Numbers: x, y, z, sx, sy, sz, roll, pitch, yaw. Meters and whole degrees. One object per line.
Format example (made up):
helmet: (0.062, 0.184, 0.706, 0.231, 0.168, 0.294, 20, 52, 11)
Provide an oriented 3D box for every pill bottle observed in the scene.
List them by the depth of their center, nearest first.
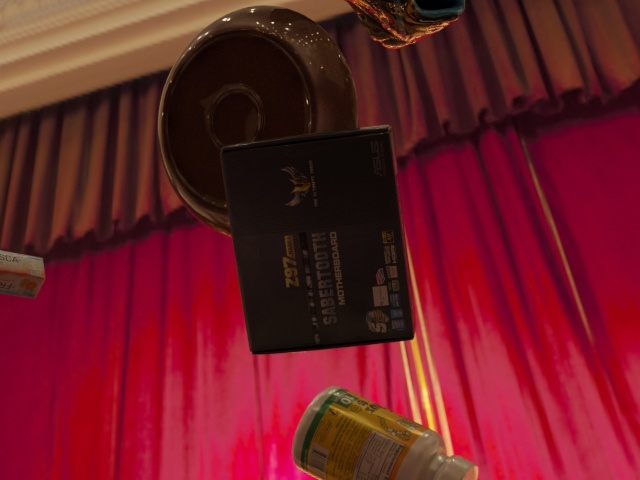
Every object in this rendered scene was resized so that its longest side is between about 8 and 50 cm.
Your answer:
pill bottle: (0.080, 0.269, 1.260, 0.208, 0.117, 0.117, 22, -33, 26)

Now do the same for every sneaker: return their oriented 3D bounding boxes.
sneaker: (0.057, -0.382, 1.410, 0.341, 0.125, 0.140, 21, -18, -39)

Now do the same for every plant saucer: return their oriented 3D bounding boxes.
plant saucer: (-0.098, -0.154, 1.338, 0.311, 0.310, 0.050, -32, -15, 26)

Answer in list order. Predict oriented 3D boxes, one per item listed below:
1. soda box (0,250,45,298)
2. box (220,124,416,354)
soda box: (-0.615, 0.057, 1.937, 0.183, 0.058, 0.063, 13, -52, -33)
box: (0.000, 0.000, 1.114, 0.183, 0.059, 0.232, -5, -80, 9)
